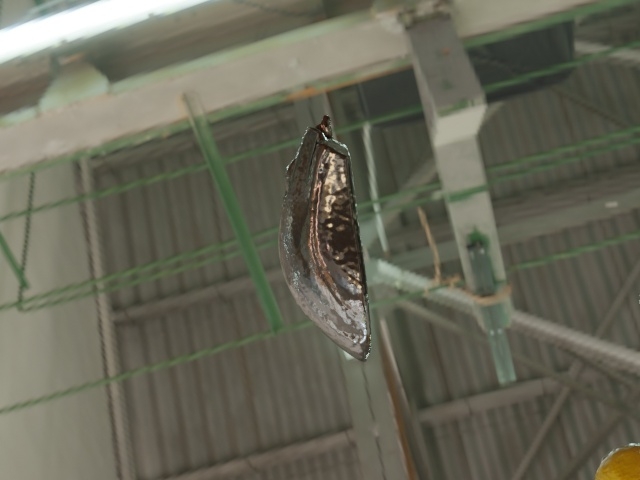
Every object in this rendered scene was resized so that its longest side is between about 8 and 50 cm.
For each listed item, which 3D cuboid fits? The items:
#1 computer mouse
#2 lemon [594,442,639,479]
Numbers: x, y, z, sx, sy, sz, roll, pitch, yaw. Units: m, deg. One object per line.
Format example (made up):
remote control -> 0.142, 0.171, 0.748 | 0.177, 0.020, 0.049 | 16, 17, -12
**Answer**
computer mouse -> 0.000, 0.000, 1.265 | 0.088, 0.264, 0.147 | -4, 177, -6
lemon -> 0.287, 0.229, 1.048 | 0.082, 0.082, 0.111 | -19, -136, -1
